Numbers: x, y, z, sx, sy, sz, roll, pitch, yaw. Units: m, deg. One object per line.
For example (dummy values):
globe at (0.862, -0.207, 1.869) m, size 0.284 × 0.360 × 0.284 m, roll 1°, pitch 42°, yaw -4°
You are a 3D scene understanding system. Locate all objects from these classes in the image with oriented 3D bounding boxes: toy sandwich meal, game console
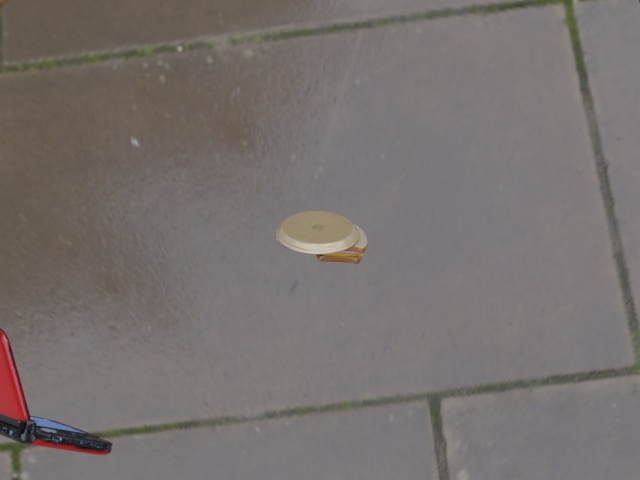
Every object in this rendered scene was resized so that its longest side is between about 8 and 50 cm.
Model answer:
toy sandwich meal at (0.000, 0.000, 1.003) m, size 0.085 × 0.029 × 0.086 m, roll 1°, pitch 28°, yaw -1°
game console at (-0.250, 0.122, 0.916) m, size 0.124 × 0.144 × 0.085 m, roll 19°, pitch 80°, yaw -38°

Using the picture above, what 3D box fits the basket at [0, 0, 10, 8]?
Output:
basket at (-0.473, -0.286, 1.128) m, size 0.299 × 0.223 × 0.214 m, roll -17°, pitch 107°, yaw 9°
